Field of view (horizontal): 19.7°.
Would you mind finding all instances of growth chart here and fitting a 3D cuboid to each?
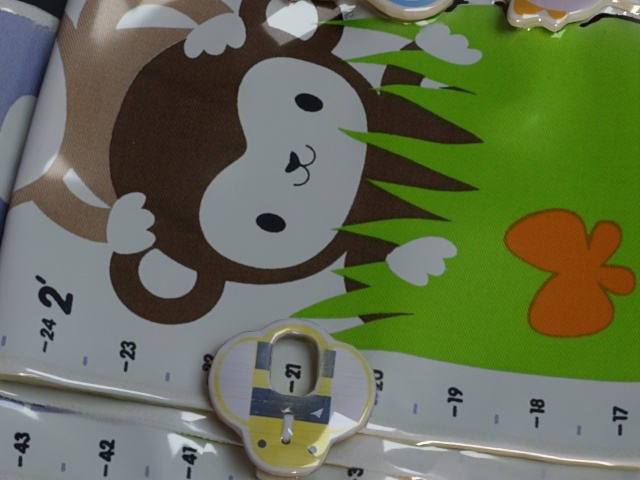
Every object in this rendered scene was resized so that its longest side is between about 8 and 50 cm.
[{"bbox_3d":[0.000,0.000,0.368,0.237,0.021,0.172,-3,64,-6],"label":"growth chart"}]

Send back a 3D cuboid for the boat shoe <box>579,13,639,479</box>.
[{"bbox_3d":[0.062,0.010,0.445,0.096,0.116,0.324,14,68,17],"label":"boat shoe"}]

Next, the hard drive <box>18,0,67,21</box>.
[{"bbox_3d":[-0.108,-0.094,0.423,0.094,0.022,0.135,-1,70,-35],"label":"hard drive"}]
